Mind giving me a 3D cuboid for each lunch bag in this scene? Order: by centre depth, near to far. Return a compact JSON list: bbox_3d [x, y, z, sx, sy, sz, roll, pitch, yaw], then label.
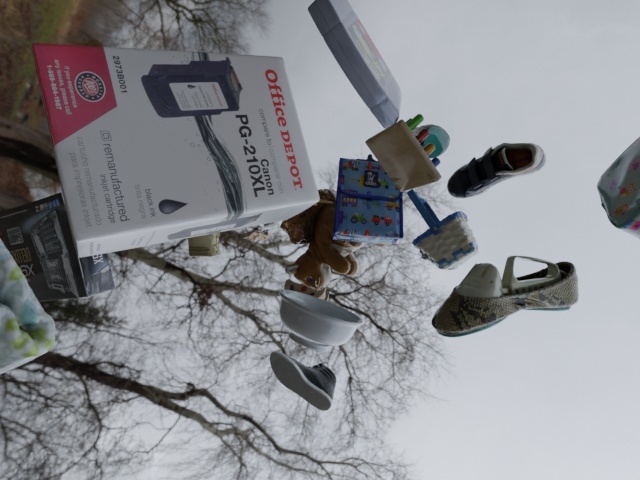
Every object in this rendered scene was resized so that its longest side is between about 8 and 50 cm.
[{"bbox_3d":[0.778,-0.139,0.954,0.224,0.107,0.279,-61,179,40],"label":"lunch bag"},{"bbox_3d":[0.163,-0.146,1.391,0.138,0.220,0.294,102,-8,-79],"label":"lunch bag"}]

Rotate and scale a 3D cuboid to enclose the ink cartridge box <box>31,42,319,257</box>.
[{"bbox_3d":[-0.138,-0.094,0.429,0.100,0.237,0.172,-20,-96,59],"label":"ink cartridge box"}]

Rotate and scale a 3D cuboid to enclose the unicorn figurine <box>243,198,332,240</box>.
[{"bbox_3d":[-0.077,-0.061,0.804,0.162,0.111,0.060,-39,-122,21],"label":"unicorn figurine"}]

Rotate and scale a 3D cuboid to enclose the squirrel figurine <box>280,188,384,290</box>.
[{"bbox_3d":[0.000,0.000,1.729,0.370,0.281,0.397,-45,-104,24],"label":"squirrel figurine"}]

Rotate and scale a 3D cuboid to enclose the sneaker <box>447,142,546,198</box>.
[{"bbox_3d":[0.563,-0.240,1.365,0.320,0.127,0.126,-22,-109,29],"label":"sneaker"}]

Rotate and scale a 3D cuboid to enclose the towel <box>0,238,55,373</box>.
[{"bbox_3d":[-0.537,0.026,0.496,0.320,0.375,0.090,-22,-169,21],"label":"towel"}]

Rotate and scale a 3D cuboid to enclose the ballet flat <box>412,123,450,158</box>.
[{"bbox_3d":[0.283,-0.310,1.308,0.124,0.342,0.116,25,-56,35],"label":"ballet flat"}]

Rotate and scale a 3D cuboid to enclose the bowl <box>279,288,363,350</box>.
[{"bbox_3d":[-0.019,0.274,1.363,0.297,0.297,0.134,21,-90,52],"label":"bowl"}]

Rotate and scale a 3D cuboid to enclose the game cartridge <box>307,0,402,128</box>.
[{"bbox_3d":[0.089,-0.399,0.906,0.060,0.294,0.196,-25,-154,32],"label":"game cartridge"}]

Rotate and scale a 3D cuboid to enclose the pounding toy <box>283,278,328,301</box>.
[{"bbox_3d":[-0.059,0.232,1.902,0.269,0.155,0.154,17,-128,31],"label":"pounding toy"}]

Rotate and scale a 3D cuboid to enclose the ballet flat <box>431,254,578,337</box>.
[{"bbox_3d":[0.521,0.133,1.160,0.164,0.481,0.182,-149,-126,-68],"label":"ballet flat"}]

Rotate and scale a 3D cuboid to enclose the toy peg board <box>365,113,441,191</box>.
[{"bbox_3d":[0.214,-0.215,0.990,0.079,0.161,0.161,-42,-168,-17],"label":"toy peg board"}]

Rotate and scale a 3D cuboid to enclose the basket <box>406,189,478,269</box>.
[{"bbox_3d":[0.408,-0.043,1.434,0.201,0.254,0.289,-32,-108,21],"label":"basket"}]

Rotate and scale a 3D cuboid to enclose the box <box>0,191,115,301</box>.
[{"bbox_3d":[-0.657,0.023,1.019,0.307,0.076,0.243,-7,-84,29],"label":"box"}]

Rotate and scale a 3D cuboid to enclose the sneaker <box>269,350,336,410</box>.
[{"bbox_3d":[-0.061,0.511,1.595,0.105,0.295,0.147,-53,176,25],"label":"sneaker"}]

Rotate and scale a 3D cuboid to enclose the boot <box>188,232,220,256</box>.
[{"bbox_3d":[-0.393,-0.046,1.591,0.095,0.261,0.204,-141,-137,-71],"label":"boot"}]
